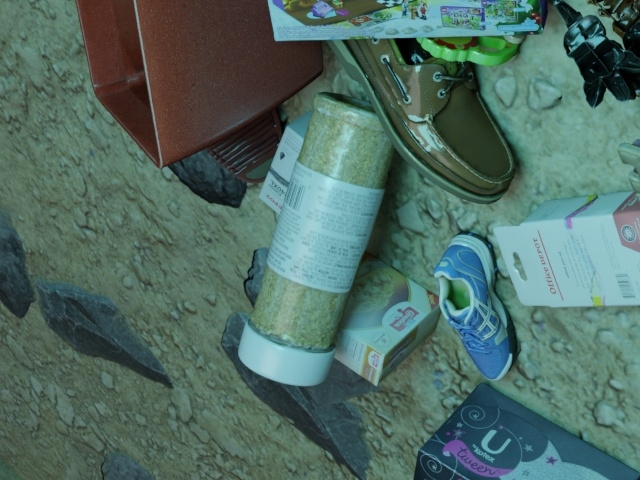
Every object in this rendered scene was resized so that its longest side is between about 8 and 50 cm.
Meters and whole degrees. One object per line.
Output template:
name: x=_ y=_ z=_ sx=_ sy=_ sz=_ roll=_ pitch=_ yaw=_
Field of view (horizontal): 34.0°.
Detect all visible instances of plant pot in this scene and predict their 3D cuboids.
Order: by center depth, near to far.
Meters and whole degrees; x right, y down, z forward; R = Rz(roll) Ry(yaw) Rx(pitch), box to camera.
plant pot: x=-0.143 y=-0.278 z=1.244 sx=0.267 sy=0.236 sz=0.267 roll=43 pitch=144 yaw=51

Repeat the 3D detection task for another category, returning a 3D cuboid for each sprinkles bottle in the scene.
sprinkles bottle: x=0.000 y=0.000 z=1.305 sx=0.121 sy=0.121 sz=0.355 roll=25 pitch=105 yaw=30

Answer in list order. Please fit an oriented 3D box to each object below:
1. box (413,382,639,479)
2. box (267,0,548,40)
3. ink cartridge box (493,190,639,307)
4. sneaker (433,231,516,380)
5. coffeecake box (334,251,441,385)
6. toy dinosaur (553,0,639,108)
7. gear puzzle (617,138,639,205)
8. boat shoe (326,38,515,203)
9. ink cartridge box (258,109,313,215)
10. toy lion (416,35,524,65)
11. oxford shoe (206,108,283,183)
box: x=0.265 y=0.334 z=1.392 sx=0.247 sy=0.163 sz=0.142 roll=28 pitch=137 yaw=27
box: x=0.079 y=-0.308 z=1.066 sx=0.293 sy=0.057 sz=0.200 roll=2 pitch=128 yaw=17
ink cartridge box: x=0.306 y=0.012 z=1.189 sx=0.198 sy=0.067 sz=0.115 roll=-5 pitch=114 yaw=45
sneaker: x=0.192 y=0.096 z=1.353 sx=0.080 sy=0.081 sz=0.211 roll=0 pitch=120 yaw=43
coffeecake box: x=0.050 y=0.092 z=1.442 sx=0.185 sy=0.142 sz=0.068 roll=32 pitch=137 yaw=23
toy dinosaur: x=0.321 y=-0.171 z=0.958 sx=0.322 sy=0.218 sz=0.164 roll=25 pitch=96 yaw=38
gear puzzle: x=0.402 y=0.009 z=1.004 sx=0.175 sy=0.044 sz=0.339 roll=26 pitch=167 yaw=38
boat shoe: x=0.120 y=-0.178 z=1.196 sx=0.307 sy=0.111 sz=0.104 roll=49 pitch=142 yaw=5
ink cartridge box: x=-0.010 y=-0.085 z=1.432 sx=0.109 sy=0.063 sz=0.150 roll=40 pitch=139 yaw=13
toy lion: x=0.158 y=-0.219 z=1.140 sx=0.100 sy=0.096 sz=0.034 roll=35 pitch=138 yaw=20
oxford shoe: x=-0.164 y=-0.238 z=1.463 sx=0.348 sy=0.123 sz=0.130 roll=59 pitch=176 yaw=-17
